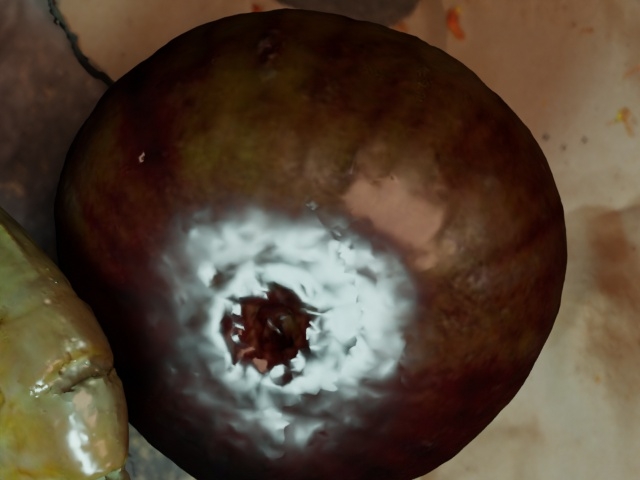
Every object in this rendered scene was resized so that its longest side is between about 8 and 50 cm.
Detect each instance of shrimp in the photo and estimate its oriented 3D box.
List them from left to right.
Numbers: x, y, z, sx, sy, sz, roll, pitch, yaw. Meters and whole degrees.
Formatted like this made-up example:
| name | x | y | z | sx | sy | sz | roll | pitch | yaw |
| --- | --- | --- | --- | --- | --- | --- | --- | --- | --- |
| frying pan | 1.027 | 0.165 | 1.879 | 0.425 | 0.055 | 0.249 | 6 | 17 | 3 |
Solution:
| name | x | y | z | sx | sy | sz | roll | pitch | yaw |
| --- | --- | --- | --- | --- | --- | --- | --- | --- | --- |
| shrimp | -0.168 | 0.027 | 0.797 | 0.061 | 0.145 | 0.267 | -23 | 72 | -43 |

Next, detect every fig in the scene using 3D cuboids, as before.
| name | x | y | z | sx | sy | sz | roll | pitch | yaw |
| --- | --- | --- | --- | --- | --- | --- | --- | --- | --- |
| fig | -0.006 | 0.007 | 0.833 | 0.235 | 0.214 | 0.235 | -7 | 114 | -15 |
